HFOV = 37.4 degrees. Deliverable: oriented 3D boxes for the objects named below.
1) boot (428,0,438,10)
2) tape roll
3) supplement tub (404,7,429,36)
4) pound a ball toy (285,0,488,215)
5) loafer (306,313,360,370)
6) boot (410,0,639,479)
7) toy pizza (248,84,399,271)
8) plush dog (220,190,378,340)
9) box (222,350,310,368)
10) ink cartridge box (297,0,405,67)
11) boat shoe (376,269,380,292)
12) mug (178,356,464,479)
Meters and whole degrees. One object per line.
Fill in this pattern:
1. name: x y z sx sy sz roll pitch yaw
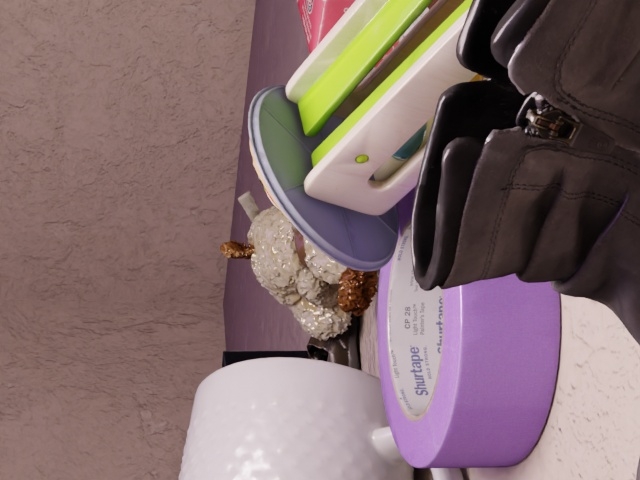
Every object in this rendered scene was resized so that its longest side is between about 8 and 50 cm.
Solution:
1. boot: 0.045 -0.258 0.876 0.096 0.280 0.264 -101 17 -53
2. tape roll: 0.129 0.075 0.898 0.275 0.090 0.275 -179 90 -80
3. supplement tub: 0.129 -0.263 0.998 0.071 0.070 0.107 -99 16 -45
4. pound a ball toy: 0.106 -0.193 0.809 0.319 0.135 0.208 -43 46 40
5. loafer: 0.018 0.155 1.493 0.080 0.078 0.220 110 159 -58
6. boot: 0.145 0.017 0.460 0.118 0.222 0.338 -114 28 -65
7. toy pizza: 0.001 -0.057 0.894 0.032 0.201 0.201 -33 46 31
8. plush dog: 0.000 0.000 1.376 0.225 0.210 0.263 -18 68 44
9. box: -0.097 0.424 1.792 0.343 0.178 0.313 -113 26 -67
10. ink cartridge box: 0.075 -0.430 1.072 0.279 0.160 0.385 -100 16 -46
11. boat shoe: 0.099 0.024 1.085 0.073 0.080 0.224 -108 17 -47
12. mug: 0.001 0.328 1.054 0.374 0.276 0.328 -23 45 34
